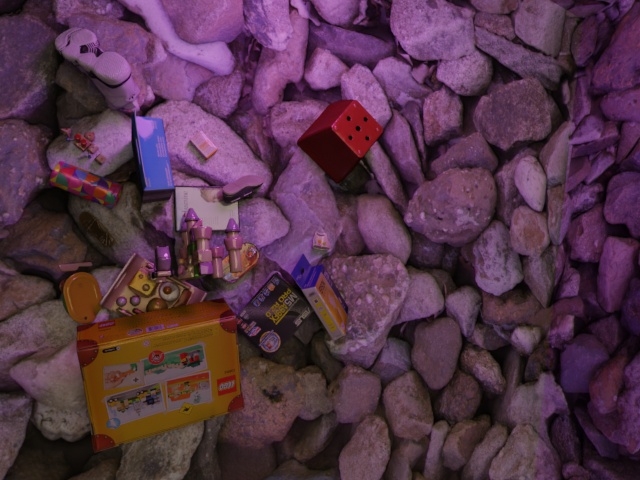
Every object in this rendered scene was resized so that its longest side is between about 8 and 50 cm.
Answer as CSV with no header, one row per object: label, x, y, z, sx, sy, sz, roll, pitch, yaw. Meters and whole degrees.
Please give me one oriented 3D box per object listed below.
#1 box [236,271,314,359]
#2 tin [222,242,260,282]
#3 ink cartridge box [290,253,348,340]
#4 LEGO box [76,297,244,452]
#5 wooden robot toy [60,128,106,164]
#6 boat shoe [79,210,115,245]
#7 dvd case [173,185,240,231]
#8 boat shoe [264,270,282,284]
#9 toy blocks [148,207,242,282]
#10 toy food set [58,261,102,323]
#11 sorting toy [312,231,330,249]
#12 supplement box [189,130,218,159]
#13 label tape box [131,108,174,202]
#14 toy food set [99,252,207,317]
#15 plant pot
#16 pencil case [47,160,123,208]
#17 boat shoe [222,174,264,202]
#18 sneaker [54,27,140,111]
box,-0.183,0.292,1.826,0.216,0.060,0.270,42,90,3
tin,-0.329,0.087,1.870,0.189,0.040,0.106,-40,105,-21
ink cartridge box,0.009,0.207,1.874,0.072,0.304,0.307,-27,99,12
LEGO box,-0.536,0.443,1.606,0.499,0.193,0.373,-8,107,-24
wooden robot toy,-0.833,-0.359,1.676,0.173,0.076,0.079,41,60,-15
boat shoe,-0.800,-0.040,1.677,0.153,0.048,0.056,44,82,-7
dvd case,-0.448,-0.126,1.845,0.252,0.022,0.181,-2,86,-24
boat shoe,-0.185,0.235,1.903,0.070,0.077,0.220,11,85,-65
toy blocks,-0.458,0.004,1.647,0.308,0.288,0.260,-3,83,-30
toy food set,-0.844,0.181,1.623,0.128,0.071,0.218,-19,101,-57
sorting toy,0.000,0.000,2.021,0.083,0.045,0.075,11,73,-22
supplement box,-0.464,-0.378,1.853,0.062,0.036,0.098,-45,103,-20
label tape box,-0.583,-0.282,1.623,0.115,0.347,0.249,-10,89,-24
toy food set,-0.604,0.213,1.706,0.306,0.092,0.220,34,73,-18
plant pot,0.109,-0.447,2.003,0.267,0.235,0.267,43,70,-15
pencil case,-0.827,-0.195,1.649,0.236,0.104,0.105,23,77,-18
boat shoe,-0.313,-0.208,1.886,0.075,0.065,0.206,35,42,24
sneaker,-0.794,-0.604,1.684,0.365,0.210,0.137,36,68,20
